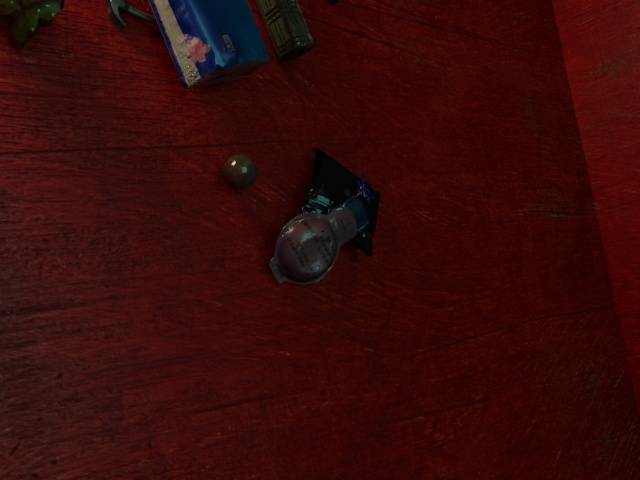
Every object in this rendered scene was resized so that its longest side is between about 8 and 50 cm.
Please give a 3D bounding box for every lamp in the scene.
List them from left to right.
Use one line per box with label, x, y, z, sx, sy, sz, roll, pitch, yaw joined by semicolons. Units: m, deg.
lamp;-0.120;-0.631;1.676;0.090;0.089;0.325;-25;94;-41

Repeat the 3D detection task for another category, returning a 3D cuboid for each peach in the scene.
peach;-0.187;-0.156;1.498;0.083;0.083;0.083;12;71;-38

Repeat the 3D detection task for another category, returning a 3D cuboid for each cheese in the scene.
cheese;0.000;0.000;1.574;0.286;0.074;0.189;-38;124;-17

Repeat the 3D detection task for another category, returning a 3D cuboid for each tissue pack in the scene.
tissue pack;-0.251;-0.495;1.464;0.209;0.137;0.270;-25;97;-43

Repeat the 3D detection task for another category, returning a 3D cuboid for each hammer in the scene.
hammer;-0.361;-0.484;1.471;0.246;0.029;0.103;17;67;-38

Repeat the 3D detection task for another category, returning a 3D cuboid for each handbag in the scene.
handbag;0.059;-0.095;1.689;0.254;0.088;0.211;31;52;-33

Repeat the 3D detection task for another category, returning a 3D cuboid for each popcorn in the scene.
popcorn;-0.559;-0.472;1.214;0.198;0.198;0.212;-40;132;-40

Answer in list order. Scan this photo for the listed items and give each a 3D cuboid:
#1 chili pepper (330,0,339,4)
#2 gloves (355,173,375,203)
chili pepper;-0.004;-0.750;1.834;0.182;0.050;0.073;34;51;-32
gloves;0.116;-0.134;1.692;0.064;0.026;0.086;48;34;-14
